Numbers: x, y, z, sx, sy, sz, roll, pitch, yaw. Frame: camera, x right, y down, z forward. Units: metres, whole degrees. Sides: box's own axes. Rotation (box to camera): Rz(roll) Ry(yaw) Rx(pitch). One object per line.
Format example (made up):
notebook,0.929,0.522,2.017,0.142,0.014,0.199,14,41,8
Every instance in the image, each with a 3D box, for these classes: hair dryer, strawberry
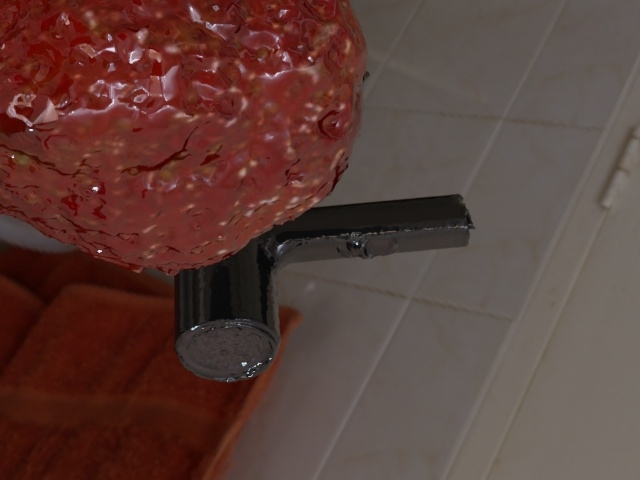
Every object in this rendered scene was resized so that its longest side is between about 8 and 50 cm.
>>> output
hair dryer,0.000,0.000,0.876,0.251,0.197,0.089,-9,139,6
strawberry,-0.115,-0.097,0.647,0.257,0.277,0.257,15,119,29
